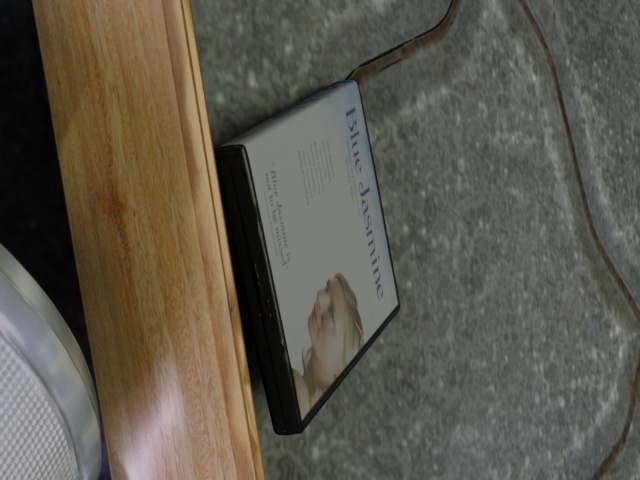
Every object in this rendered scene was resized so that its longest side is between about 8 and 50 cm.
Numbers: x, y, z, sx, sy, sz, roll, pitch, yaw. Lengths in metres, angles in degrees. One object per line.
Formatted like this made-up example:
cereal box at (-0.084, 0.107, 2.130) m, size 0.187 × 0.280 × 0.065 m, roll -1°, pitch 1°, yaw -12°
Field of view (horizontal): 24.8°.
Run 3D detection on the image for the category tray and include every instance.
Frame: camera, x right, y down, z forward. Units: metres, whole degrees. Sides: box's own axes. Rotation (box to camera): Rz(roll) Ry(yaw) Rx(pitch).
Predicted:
tray at (-0.076, 0.052, 0.757) m, size 0.203 × 0.076 × 0.411 m, roll -150°, pitch -129°, yaw -84°

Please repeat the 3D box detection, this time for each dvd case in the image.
dvd case at (0.000, 0.000, 0.969) m, size 0.253 × 0.022 × 0.180 m, roll -42°, pitch 122°, yaw -67°

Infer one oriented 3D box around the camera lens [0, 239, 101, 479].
camera lens at (-0.219, 0.109, 0.487) m, size 0.219 × 0.219 × 0.274 m, roll 61°, pitch 39°, yaw -31°
